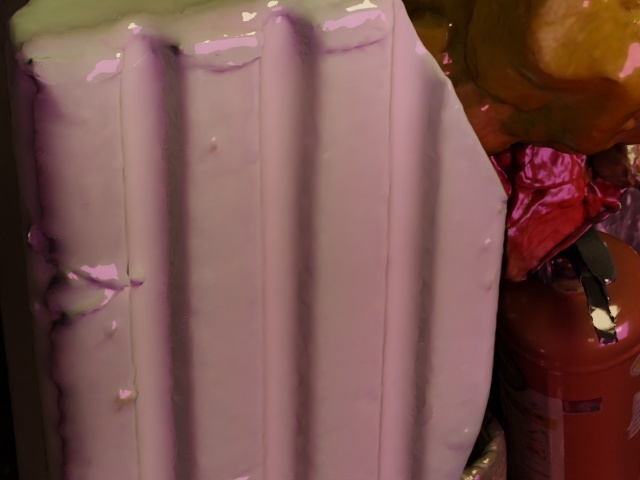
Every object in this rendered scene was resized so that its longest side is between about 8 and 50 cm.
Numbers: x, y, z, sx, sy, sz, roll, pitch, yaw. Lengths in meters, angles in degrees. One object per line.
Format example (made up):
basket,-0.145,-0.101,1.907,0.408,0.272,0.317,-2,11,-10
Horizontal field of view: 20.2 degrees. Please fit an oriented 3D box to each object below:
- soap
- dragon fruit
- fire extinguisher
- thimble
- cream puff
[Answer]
soap,-0.043,0.044,1.008,0.261,0.156,0.446,-13,123,-20
dragon fruit,0.149,-0.038,1.169,0.192,0.122,0.092,-25,103,4
fire extinguisher,0.172,0.071,1.342,0.113,0.200,0.376,-26,145,-13
thimble,0.096,0.170,1.350,0.110,0.084,0.062,-45,142,-41
cream puff,0.118,-0.220,1.016,0.257,0.291,0.324,27,110,-30
